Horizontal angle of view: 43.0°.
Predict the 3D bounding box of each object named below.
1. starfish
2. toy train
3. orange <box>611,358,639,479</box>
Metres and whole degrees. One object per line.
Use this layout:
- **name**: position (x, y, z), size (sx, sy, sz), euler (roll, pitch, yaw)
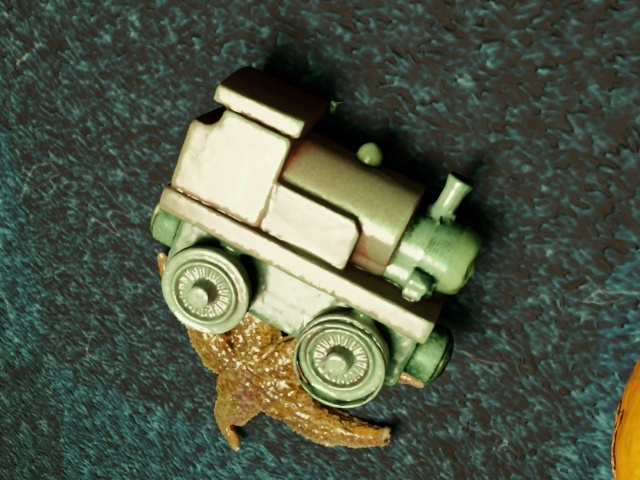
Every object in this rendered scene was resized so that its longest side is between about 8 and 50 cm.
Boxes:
- **starfish**: position (-0.060, 0.122, 0.880), size (0.299, 0.060, 0.302), euler (-27, 101, 38)
- **toy train**: position (0.000, 0.000, 0.726), size (0.304, 0.150, 0.221), euler (27, 113, 5)
- **orange**: position (0.337, 0.162, 0.579), size (0.246, 0.246, 0.246), euler (12, 121, 21)
